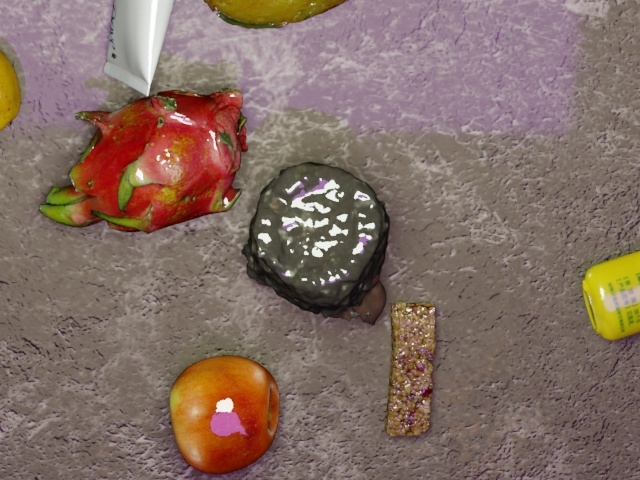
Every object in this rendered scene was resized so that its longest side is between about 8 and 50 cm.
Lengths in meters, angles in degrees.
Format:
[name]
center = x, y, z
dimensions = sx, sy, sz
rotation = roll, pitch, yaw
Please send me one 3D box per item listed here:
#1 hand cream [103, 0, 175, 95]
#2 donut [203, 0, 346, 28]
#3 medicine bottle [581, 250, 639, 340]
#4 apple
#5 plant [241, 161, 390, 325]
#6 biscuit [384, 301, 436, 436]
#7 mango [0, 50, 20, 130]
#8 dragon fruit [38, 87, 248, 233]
[hand cream]
center = -0.214, -0.309, 1.750
dimensions = 0.083, 0.133, 0.248
rotation = 7, 102, -32
[donut]
center = -0.051, -0.372, 1.680
dimensions = 0.272, 0.107, 0.272
rotation = -14, 152, -8
[medicine bottle]
center = 0.510, 0.044, 1.953
dimensions = 0.308, 0.076, 0.111
rotation = -19, 111, 1
[apple]
center = -0.124, 0.230, 1.918
dimensions = 0.139, 0.163, 0.163
rotation = -10, 110, 7
[plant]
center = 0.000, 0.000, 1.829
dimensions = 0.204, 0.234, 0.178
rotation = 27, 85, 9
[biscuit]
center = 0.124, 0.178, 1.986
dimensions = 0.064, 0.034, 0.199
rotation = 0, 110, -6
[mango]
center = -0.417, -0.192, 1.793
dimensions = 0.080, 0.060, 0.114
rotation = -14, 106, -3
[dragon fruit]
center = -0.218, -0.101, 1.799
dimensions = 0.269, 0.200, 0.198
rotation = -8, 124, 40
